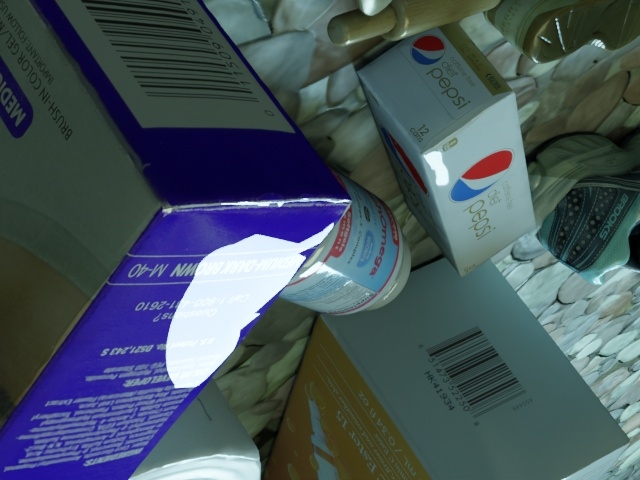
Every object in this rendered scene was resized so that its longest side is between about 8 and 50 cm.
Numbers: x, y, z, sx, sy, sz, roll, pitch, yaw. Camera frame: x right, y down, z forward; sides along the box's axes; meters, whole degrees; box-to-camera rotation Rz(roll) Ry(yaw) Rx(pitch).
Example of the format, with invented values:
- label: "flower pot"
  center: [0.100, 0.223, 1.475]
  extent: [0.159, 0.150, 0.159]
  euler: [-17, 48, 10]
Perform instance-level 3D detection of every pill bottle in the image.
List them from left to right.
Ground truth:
- label: "pill bottle"
  center: [0.000, 0.000, 0.832]
  extent: [0.087, 0.087, 0.160]
  euler: [-41, 156, 11]

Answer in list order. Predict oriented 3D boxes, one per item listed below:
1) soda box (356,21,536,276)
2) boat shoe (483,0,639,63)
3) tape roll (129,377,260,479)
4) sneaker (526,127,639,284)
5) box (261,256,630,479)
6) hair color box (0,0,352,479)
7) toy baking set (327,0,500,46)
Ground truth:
- label: "soda box"
  center: [0.088, -0.055, 0.861]
  extent: [0.069, 0.074, 0.216]
  euler: [-35, 156, -2]
- label: "boat shoe"
  center: [0.166, -0.150, 0.839]
  extent: [0.153, 0.048, 0.056]
  euler: [-23, 141, -40]
- label: "tape roll"
  center: [-0.185, 0.198, 0.938]
  extent: [0.286, 0.100, 0.286]
  euler: [-28, 154, -15]
- label: "sneaker"
  center: [0.279, -0.024, 1.102]
  extent: [0.283, 0.122, 0.110]
  euler: [-15, 149, -38]
- label: "box"
  center: [0.088, 0.204, 1.158]
  extent: [0.168, 0.215, 0.345]
  euler: [-22, 152, -26]
- label: "hair color box"
  center: [-0.158, 0.033, 0.575]
  extent: [0.110, 0.185, 0.339]
  euler: [-4, 140, -49]
- label: "toy baking set"
  center: [0.071, -0.184, 0.668]
  extent: [0.256, 0.030, 0.196]
  euler: [-26, 149, -33]
